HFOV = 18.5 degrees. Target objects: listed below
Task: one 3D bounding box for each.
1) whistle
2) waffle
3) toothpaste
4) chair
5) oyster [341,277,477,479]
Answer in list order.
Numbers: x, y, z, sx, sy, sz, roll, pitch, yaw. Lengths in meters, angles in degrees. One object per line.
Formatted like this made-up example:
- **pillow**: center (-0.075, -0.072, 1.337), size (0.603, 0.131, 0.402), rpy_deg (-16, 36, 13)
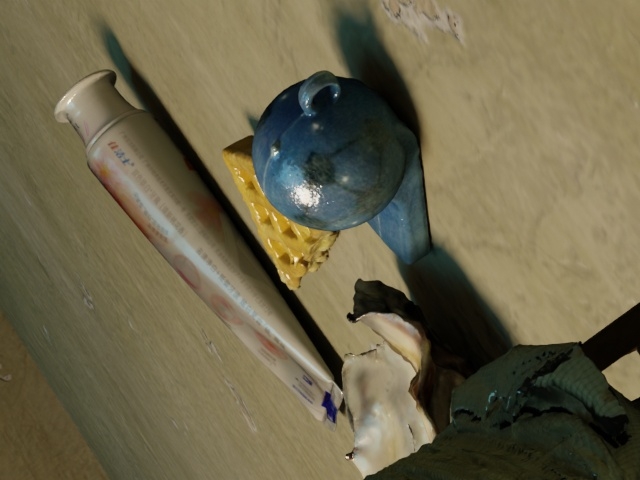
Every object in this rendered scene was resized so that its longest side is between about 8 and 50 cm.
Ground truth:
- **whistle**: center (0.008, -0.035, 1.051), size (0.090, 0.090, 0.158), rpy_deg (49, 161, 35)
- **waffle**: center (0.000, 0.000, 1.235), size (0.191, 0.032, 0.125), rpy_deg (31, 146, 64)
- **toothpaste**: center (-0.085, 0.008, 1.480), size (0.323, 0.066, 0.100), rpy_deg (51, 162, 15)
- **chair**: center (0.087, 0.122, 0.628), size (0.186, 0.319, 0.160), rpy_deg (63, 165, -9)
- **oyster**: center (0.081, 0.145, 1.124), size (0.271, 0.100, 0.275), rpy_deg (63, 177, -1)
